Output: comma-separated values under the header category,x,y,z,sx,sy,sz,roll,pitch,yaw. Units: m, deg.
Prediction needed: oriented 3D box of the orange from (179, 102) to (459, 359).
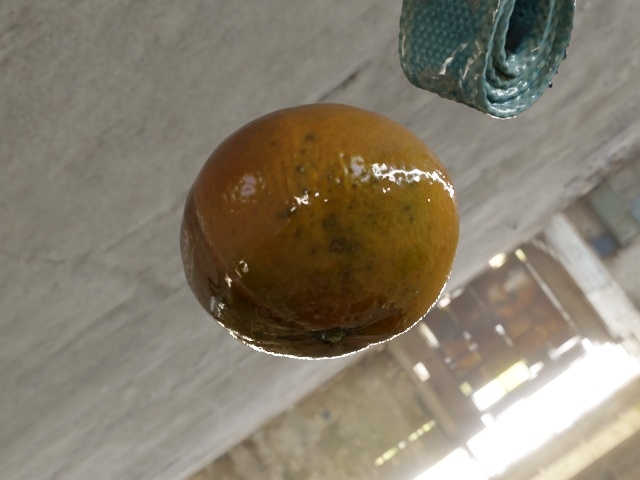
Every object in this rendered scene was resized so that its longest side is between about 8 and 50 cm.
category,x,y,z,sx,sy,sz,roll,pitch,yaw
orange,0.000,0.000,0.977,0.240,0.171,0.240,-4,149,-3

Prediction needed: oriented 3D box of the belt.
category,x,y,z,sx,sy,sz,roll,pitch,yaw
belt,0.094,-0.207,0.592,0.087,0.072,0.302,-18,126,-35
